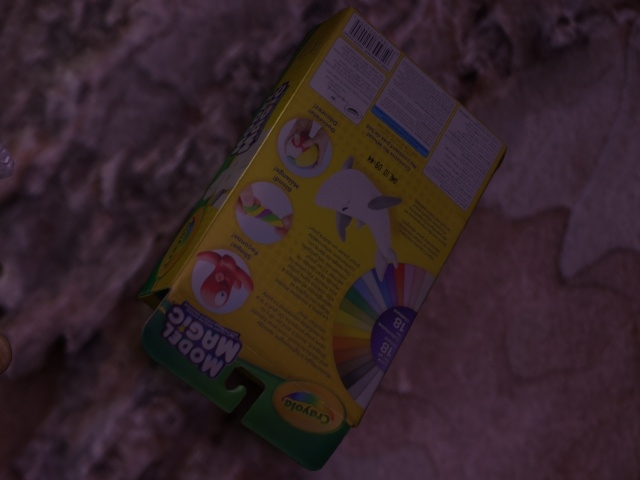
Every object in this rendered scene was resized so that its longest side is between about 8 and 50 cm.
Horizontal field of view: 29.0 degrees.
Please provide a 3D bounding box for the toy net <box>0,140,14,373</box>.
[{"bbox_3d":[-0.172,0.038,0.444,0.122,0.045,0.232,3,80,-26],"label":"toy net"}]

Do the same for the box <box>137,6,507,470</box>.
[{"bbox_3d":[0.000,0.000,0.539,0.105,0.043,0.179,39,65,-18],"label":"box"}]
